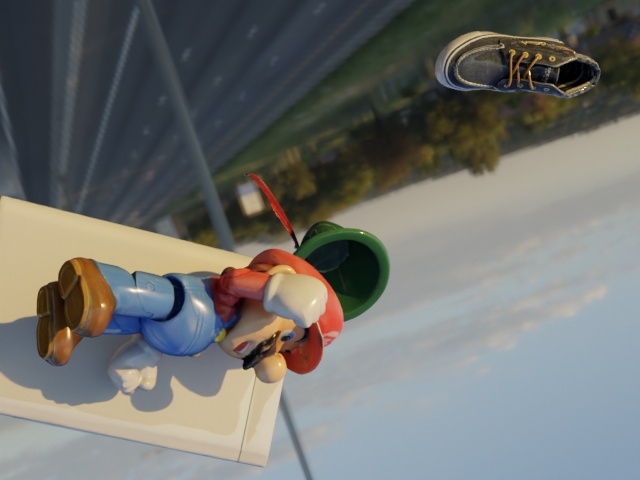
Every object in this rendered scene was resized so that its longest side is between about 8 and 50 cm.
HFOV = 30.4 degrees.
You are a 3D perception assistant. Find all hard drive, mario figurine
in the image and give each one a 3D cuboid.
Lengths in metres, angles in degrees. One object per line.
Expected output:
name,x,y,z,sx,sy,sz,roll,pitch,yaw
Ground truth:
hard drive,-0.210,0.105,1.319,0.353,0.233,0.047,14,167,-13
mario figurine,-0.113,0.097,1.200,0.320,0.170,0.198,2,-169,-32

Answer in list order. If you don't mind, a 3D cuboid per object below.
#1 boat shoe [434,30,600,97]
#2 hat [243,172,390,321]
boat shoe,0.220,-0.192,1.300,0.183,0.065,0.083,-10,-153,-29
hat,0.000,0.000,1.875,0.173,0.208,0.183,-17,-143,-8
